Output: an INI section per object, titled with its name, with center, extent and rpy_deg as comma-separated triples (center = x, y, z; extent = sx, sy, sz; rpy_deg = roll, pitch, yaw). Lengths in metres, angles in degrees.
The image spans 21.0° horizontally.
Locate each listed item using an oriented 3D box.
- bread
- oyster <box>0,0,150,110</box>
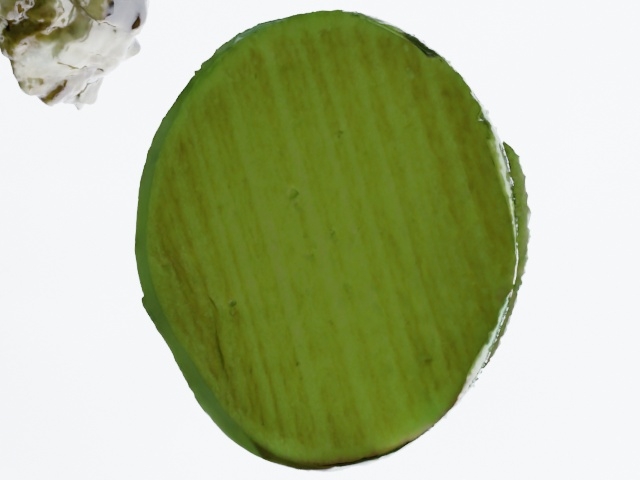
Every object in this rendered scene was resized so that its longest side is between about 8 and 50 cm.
[bread]
center = 0.003, -0.005, 1.103
extent = 0.301, 0.045, 0.301
rpy_deg = 0, -90, 35
[oyster]
center = -0.160, -0.256, 1.288
extent = 0.133, 0.198, 0.337
rpy_deg = 7, -123, 10
